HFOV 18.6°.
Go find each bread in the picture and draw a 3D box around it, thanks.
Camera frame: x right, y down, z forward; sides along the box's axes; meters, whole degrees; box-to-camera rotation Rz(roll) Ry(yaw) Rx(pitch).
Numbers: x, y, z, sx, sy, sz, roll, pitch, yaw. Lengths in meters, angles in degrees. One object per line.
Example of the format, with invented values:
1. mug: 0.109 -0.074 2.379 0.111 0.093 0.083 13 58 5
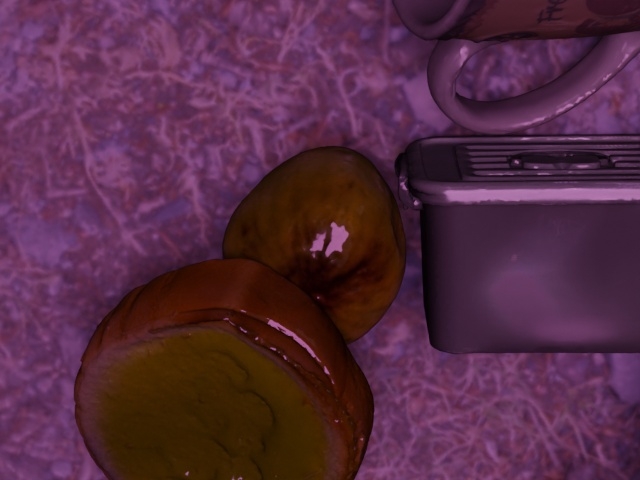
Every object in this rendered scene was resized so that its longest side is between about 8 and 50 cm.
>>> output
1. bread: -0.072 0.125 1.447 0.236 0.070 0.236 10 125 14

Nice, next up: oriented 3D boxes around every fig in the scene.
1. fig: -0.002 0.006 1.456 0.136 0.121 0.153 28 99 -7

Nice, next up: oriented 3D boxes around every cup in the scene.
1. cup: 0.188 -0.209 1.392 0.257 0.227 0.301 6 118 -16

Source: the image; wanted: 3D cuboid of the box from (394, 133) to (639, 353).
1. box: 0.178 0.001 1.443 0.243 0.163 0.135 -1 106 -1
